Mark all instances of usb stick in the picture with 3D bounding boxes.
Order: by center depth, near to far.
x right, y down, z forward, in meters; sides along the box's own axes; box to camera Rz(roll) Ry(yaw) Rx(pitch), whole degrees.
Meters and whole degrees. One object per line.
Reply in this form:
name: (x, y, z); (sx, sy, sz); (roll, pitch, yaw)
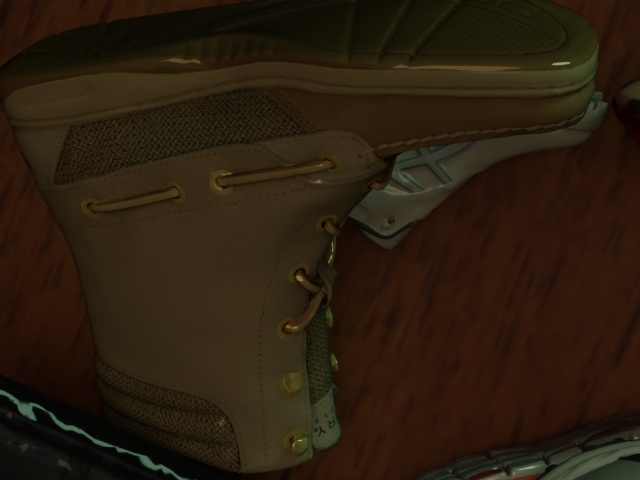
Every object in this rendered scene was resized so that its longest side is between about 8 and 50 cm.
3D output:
usb stick: (-0.065, 0.134, 0.734); (0.278, 0.045, 0.077); (27, 122, -13)

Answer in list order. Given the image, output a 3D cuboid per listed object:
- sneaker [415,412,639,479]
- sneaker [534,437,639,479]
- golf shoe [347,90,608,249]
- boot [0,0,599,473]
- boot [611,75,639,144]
sneaker: (0.100, 0.130, 0.756); (0.158, 0.061, 0.065); (-16, 94, 6)
sneaker: (0.085, 0.169, 0.681); (0.271, 0.108, 0.100); (-24, 101, -9)
golf shoe: (0.048, -0.040, 0.769); (0.176, 0.069, 0.086); (-1, 106, 11)
boot: (0.000, 0.000, 0.706); (0.262, 0.095, 0.203); (-4, 115, 18)
boot: (0.239, -0.151, 0.712); (0.377, 0.138, 0.284); (43, 93, -1)
